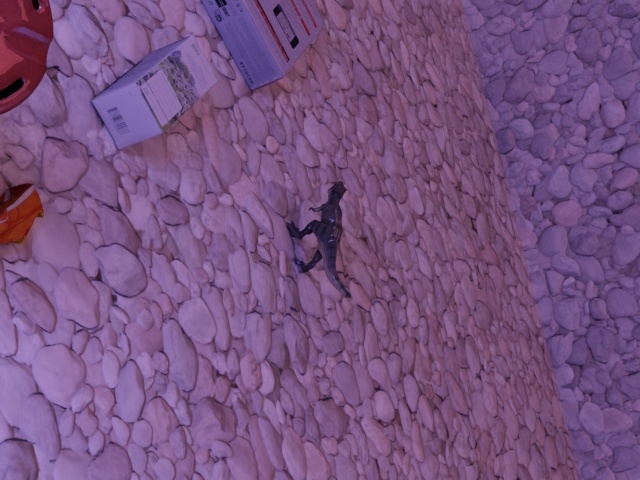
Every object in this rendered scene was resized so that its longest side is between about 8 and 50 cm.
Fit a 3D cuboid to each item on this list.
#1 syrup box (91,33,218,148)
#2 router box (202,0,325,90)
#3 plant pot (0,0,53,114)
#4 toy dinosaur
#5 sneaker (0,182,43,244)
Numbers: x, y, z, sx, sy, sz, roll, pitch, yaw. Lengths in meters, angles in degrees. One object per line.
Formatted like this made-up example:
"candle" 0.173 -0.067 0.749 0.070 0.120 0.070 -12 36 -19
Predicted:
"syrup box" -0.270 -0.250 1.863 0.093 0.096 0.237 63 28 -19
"router box" -0.138 -0.516 2.282 0.335 0.082 0.301 61 29 -20
"plant pot" -0.456 -0.232 1.241 0.272 0.265 0.272 -4 95 -50
"toy dinosaur" 0.000 0.000 2.178 0.064 0.118 0.268 36 44 -48
"sneaker" -0.418 -0.016 1.489 0.175 0.064 0.067 -51 129 -55
